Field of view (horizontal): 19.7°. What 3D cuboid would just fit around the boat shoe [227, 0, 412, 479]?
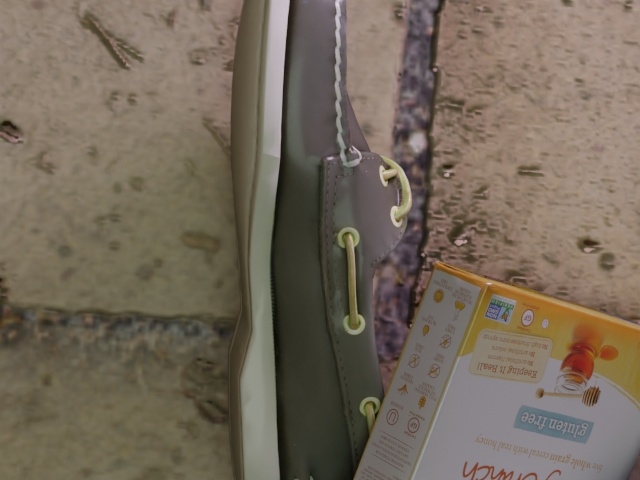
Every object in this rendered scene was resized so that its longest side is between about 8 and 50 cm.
[{"bbox_3d":[-0.001,-0.001,0.971,0.091,0.109,0.305,-1,103,-8],"label":"boat shoe"}]

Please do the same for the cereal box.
[{"bbox_3d":[0.089,0.144,0.988,0.173,0.047,0.240,16,95,-43],"label":"cereal box"}]
